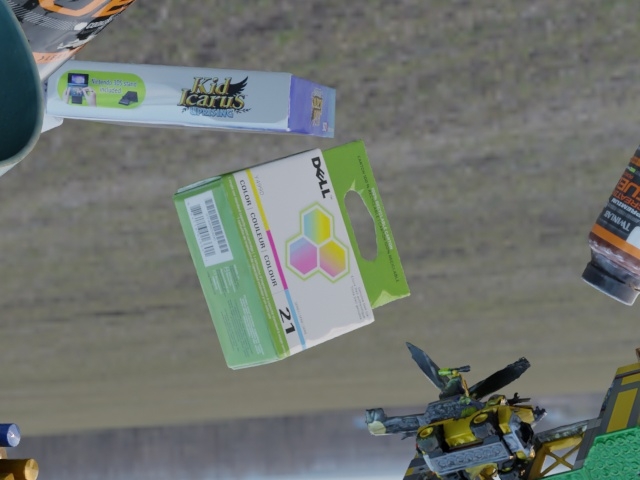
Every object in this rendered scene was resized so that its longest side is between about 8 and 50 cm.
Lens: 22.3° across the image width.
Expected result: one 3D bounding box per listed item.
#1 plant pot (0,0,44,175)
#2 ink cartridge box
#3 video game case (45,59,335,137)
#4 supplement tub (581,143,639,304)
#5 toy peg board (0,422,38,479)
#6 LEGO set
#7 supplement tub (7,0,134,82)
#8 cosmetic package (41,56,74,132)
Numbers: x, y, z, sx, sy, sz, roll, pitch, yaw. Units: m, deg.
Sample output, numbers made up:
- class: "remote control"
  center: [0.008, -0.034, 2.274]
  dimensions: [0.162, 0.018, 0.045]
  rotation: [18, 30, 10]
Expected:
- class: "plant pot"
  center: [-0.323, -0.097, 0.874]
  dimensions: [0.195, 0.290, 0.290]
  rotation: [-38, 159, 18]
- class: "ink cartridge box"
  center: [0.000, 0.000, 1.651]
  dimensions: [0.255, 0.189, 0.097]
  rotation: [-20, -177, -37]
- class: "video game case"
  center: [-0.124, -0.145, 1.682]
  dimensions: [0.244, 0.061, 0.269]
  rotation: [5, -177, 9]
- class: "supplement tub"
  center: [0.387, -0.024, 1.921]
  dimensions: [0.106, 0.198, 0.106]
  rotation: [28, -173, -3]
- class: "toy peg board"
  center: [-0.281, 0.229, 1.352]
  dimensions: [0.079, 0.160, 0.161]
  rotation: [-4, -164, 24]
- class: "LEGO set"
  center: [0.196, 0.180, 1.003]
  dimensions: [0.255, 0.331, 0.192]
  rotation: [-28, -162, 35]
- class: "supplement tub"
  center: [-0.178, -0.244, 1.087]
  dimensions: [0.193, 0.193, 0.316]
  rotation: [5, 150, -44]
- class: "cosmetic package"
  center: [-0.511, -0.175, 1.754]
  dimensions: [0.453, 0.161, 0.230]
  rotation: [-18, 138, 26]
